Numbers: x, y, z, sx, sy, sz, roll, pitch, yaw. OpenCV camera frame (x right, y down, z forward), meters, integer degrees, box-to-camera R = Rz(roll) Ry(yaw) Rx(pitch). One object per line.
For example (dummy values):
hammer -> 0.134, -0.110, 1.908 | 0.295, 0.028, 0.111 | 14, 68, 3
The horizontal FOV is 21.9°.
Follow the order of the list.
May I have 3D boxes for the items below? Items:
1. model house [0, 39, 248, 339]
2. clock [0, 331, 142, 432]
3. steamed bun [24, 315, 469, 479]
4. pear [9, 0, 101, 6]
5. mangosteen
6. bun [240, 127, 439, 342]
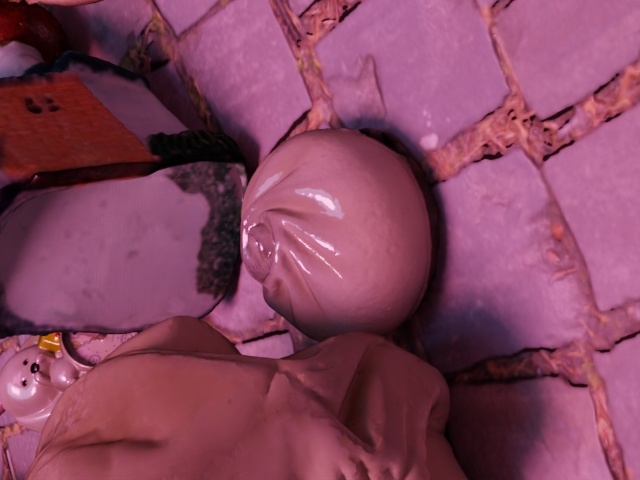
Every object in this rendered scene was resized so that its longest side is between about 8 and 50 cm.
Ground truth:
model house -> -0.231, -0.072, 1.464 | 0.291, 0.253, 0.184 | 53, 139, 38
clock -> -0.222, 0.094, 1.519 | 0.103, 0.144, 0.231 | 86, -170, -61
steamed bun -> -0.072, 0.199, 1.244 | 0.255, 0.367, 0.342 | -116, 10, -48
pear -> -0.229, -0.356, 1.443 | 0.178, 0.266, 0.267 | -104, 28, -47
mangosteen -> -0.314, -0.146, 1.614 | 0.166, 0.166, 0.180 | -33, 77, 52
bun -> 0.000, 0.000, 1.275 | 0.173, 0.119, 0.173 | 23, 119, 50
